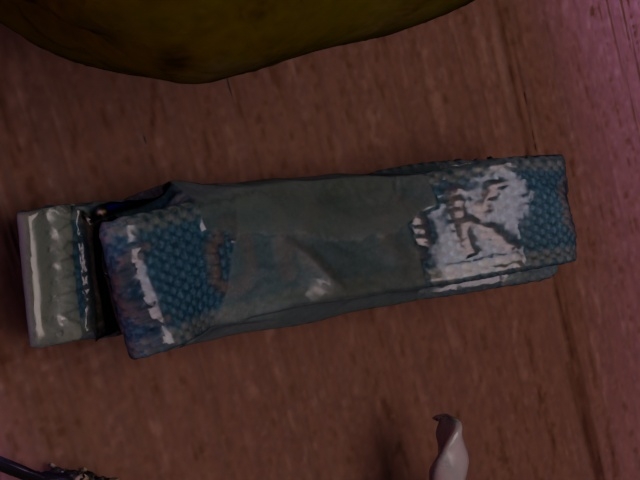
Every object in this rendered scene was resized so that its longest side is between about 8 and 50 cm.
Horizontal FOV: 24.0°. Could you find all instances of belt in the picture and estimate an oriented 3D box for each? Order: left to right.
[{"bbox_3d":[0.000,0.000,0.707,0.302,0.087,0.072,-9,99,-36],"label":"belt"}]

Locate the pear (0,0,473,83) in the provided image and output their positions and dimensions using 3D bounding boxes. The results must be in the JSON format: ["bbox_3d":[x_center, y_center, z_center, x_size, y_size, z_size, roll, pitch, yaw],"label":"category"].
[{"bbox_3d":[-0.006,-0.248,0.548,0.352,0.352,0.413,37,75,-31],"label":"pear"}]

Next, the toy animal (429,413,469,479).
[{"bbox_3d":[0.046,0.161,0.755,0.071,0.085,0.124,37,63,-13],"label":"toy animal"}]

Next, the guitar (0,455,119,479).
[{"bbox_3d":[-0.166,0.067,0.601,0.233,0.088,0.025,30,74,-42],"label":"guitar"}]
